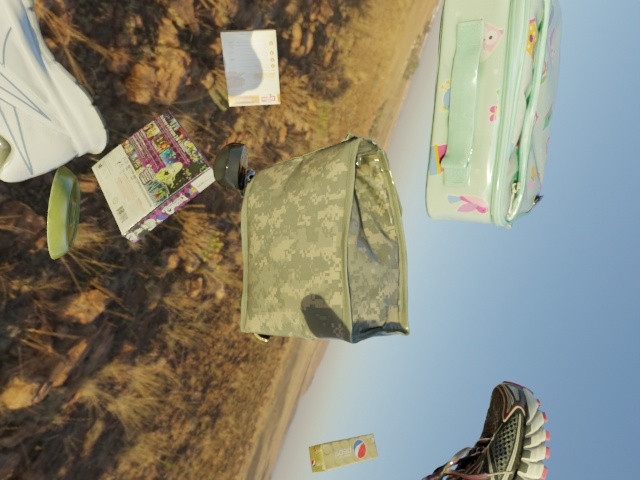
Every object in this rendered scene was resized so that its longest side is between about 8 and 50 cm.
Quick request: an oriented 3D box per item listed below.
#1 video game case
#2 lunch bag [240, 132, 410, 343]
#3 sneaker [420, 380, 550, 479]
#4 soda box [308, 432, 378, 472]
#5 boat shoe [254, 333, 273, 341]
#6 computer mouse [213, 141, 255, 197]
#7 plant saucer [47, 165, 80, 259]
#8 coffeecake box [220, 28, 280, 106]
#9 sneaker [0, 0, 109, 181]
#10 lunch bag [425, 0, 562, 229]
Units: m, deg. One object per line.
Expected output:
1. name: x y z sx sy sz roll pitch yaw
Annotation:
1. video game case: -0.344 -0.140 0.876 0.210 0.232 0.042 -39 147 -3
2. lunch bag: 0.000 0.000 0.661 0.168 0.235 0.287 5 80 -46
3. sneaker: 0.166 0.291 0.486 0.299 0.112 0.121 -54 159 -24
4. soda box: 0.060 0.544 1.103 0.058 0.181 0.061 -36 -124 43
5. boat shoe: -0.107 0.154 0.873 0.095 0.095 0.257 -51 -172 -26
6. computer mouse: -0.136 -0.108 0.692 0.242 0.041 0.071 165 -66 -86
7. plant saucer: -0.654 -0.071 1.104 0.241 0.037 0.241 -176 -90 -69
8. coffeecake box: -0.186 -0.465 1.158 0.068 0.142 0.186 -106 -167 -60
9. sneaker: -0.323 -0.180 0.392 0.129 0.110 0.297 -47 140 -28
10. lunch bag: 0.207 -0.150 0.502 0.224 0.107 0.280 -17 111 -56
